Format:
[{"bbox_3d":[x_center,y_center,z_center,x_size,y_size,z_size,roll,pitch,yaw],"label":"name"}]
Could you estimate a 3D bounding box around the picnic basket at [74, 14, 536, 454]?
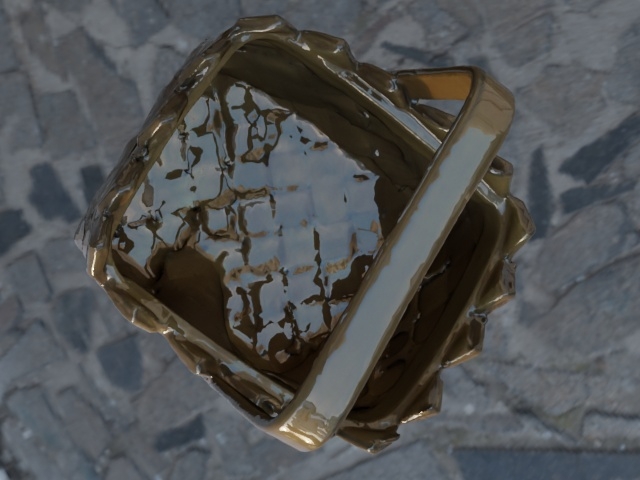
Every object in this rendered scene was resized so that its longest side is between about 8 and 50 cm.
[{"bbox_3d":[0.000,0.000,0.890,0.291,0.321,0.254,34,83,-19],"label":"picnic basket"}]
